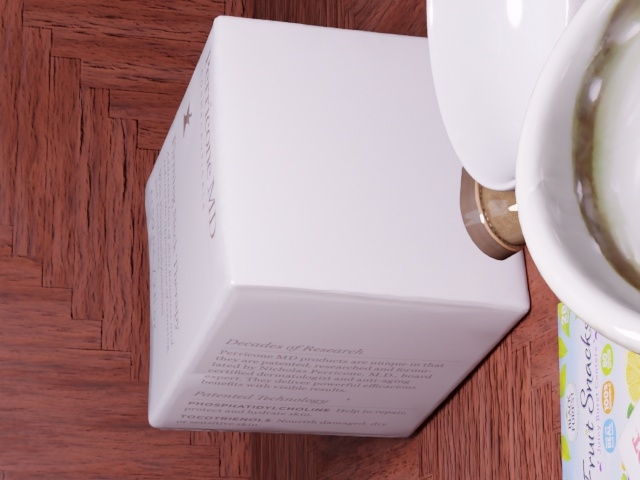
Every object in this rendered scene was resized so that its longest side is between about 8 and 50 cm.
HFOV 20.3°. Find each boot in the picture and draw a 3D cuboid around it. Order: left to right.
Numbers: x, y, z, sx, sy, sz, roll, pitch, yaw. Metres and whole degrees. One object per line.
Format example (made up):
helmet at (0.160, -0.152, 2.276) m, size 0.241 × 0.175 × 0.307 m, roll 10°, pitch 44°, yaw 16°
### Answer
boot at (0.203, -0.129, 1.783) m, size 0.115 × 0.112 × 0.305 m, roll -31°, pitch 46°, yaw 35°

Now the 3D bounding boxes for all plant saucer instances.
plant saucer at (0.311, -0.076, 1.058) m, size 0.400 × 0.100 × 0.400 m, roll -24°, pitch 44°, yaw 25°

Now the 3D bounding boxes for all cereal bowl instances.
cereal bowl at (0.213, -0.214, 1.594) m, size 0.339 × 0.141 × 0.339 m, roll 178°, pitch 90°, yaw -73°

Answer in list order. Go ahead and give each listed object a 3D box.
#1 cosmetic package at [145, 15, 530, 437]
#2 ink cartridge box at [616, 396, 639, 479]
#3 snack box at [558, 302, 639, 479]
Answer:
cosmetic package at (0.000, 0.000, 1.999) m, size 0.393 × 0.327 × 0.329 m, roll 122°, pitch 148°, yaw -58°
ink cartridge box at (0.321, 0.118, 1.180) m, size 0.211 × 0.121 × 0.289 m, roll -104°, pitch 24°, yaw -47°
snack box at (0.263, 0.139, 1.490) m, size 0.174 × 0.070 × 0.207 m, roll 145°, pitch 129°, yaw -70°
